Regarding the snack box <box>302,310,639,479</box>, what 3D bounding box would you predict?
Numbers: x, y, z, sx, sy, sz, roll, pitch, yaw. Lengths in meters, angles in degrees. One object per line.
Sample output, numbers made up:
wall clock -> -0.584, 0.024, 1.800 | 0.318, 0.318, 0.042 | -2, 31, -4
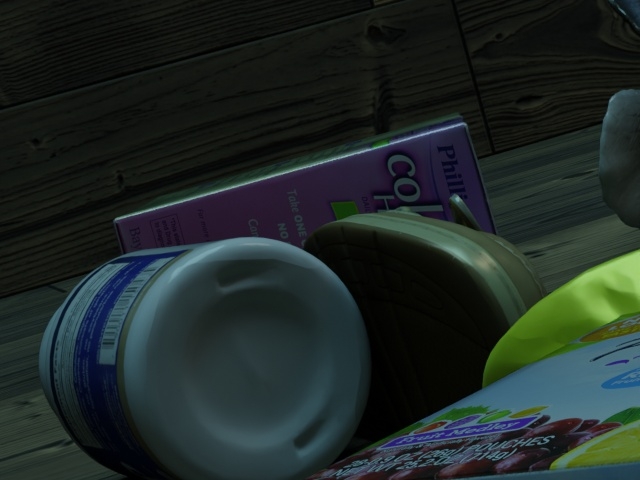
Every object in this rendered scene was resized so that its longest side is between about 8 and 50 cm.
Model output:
snack box -> 0.125, 0.057, 0.503 | 0.207, 0.070, 0.174 | -10, 7, 42

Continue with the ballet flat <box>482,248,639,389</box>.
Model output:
ballet flat -> 0.172, 0.032, 0.692 | 0.231, 0.077, 0.077 | -14, 21, -4

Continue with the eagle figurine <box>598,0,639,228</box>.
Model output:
eagle figurine -> 0.287, -0.119, 1.332 | 0.225, 0.226, 0.298 | 20, 15, -13

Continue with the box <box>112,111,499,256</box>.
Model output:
box -> 0.000, 0.000, 1.392 | 0.243, 0.117, 0.213 | -16, 4, 4

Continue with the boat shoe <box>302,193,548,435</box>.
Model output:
boat shoe -> 0.042, 0.030, 0.924 | 0.089, 0.104, 0.285 | -20, 5, -21

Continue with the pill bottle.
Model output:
pill bottle -> -0.064, 0.057, 0.912 | 0.112, 0.112, 0.187 | -17, 5, -23
